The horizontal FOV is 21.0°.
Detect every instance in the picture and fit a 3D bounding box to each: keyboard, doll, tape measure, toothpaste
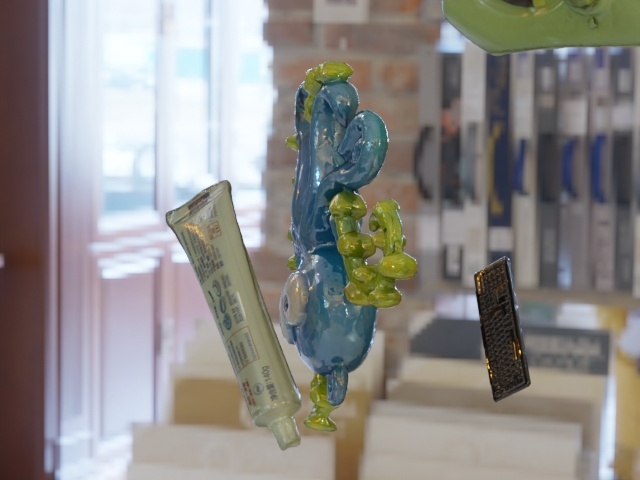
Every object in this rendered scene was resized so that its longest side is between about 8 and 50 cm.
[{"bbox_3d":[0.190,0.093,1.824,0.010,0.155,0.053,20,-40,-38],"label":"keyboard"},{"bbox_3d":[0.000,0.000,1.739,0.098,0.341,0.346,-4,-18,-16],"label":"doll"},{"bbox_3d":[0.141,-0.192,1.041,0.106,0.175,0.200,-33,21,-36],"label":"tape measure"},{"bbox_3d":[-0.074,0.071,1.596,0.047,0.268,0.069,-6,-28,-34],"label":"toothpaste"}]
